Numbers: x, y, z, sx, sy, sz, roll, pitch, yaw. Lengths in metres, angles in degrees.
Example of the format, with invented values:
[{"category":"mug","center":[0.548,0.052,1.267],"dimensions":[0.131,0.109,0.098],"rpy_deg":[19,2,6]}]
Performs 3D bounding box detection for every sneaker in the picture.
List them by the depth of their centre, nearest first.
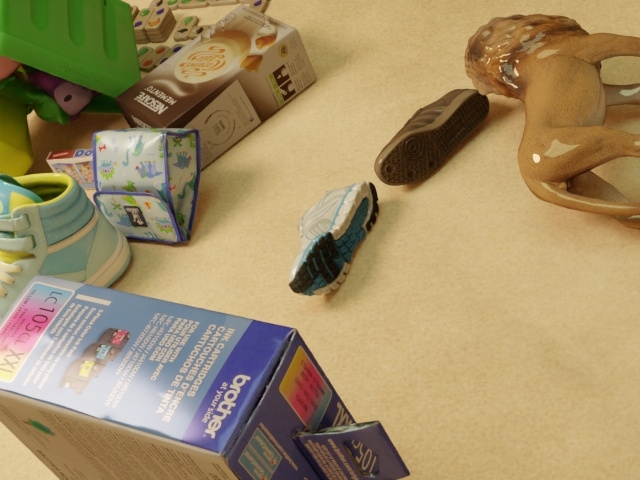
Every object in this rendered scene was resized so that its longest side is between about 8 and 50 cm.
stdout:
[{"category":"sneaker","center":[0.000,0.000,1.529],"dimensions":[0.083,0.071,0.191],"rpy_deg":[0,38,34]},{"category":"sneaker","center":[-0.408,0.036,1.566],"dimensions":[0.319,0.208,0.127],"rpy_deg":[-44,46,-21]},{"category":"sneaker","center":[0.135,-0.133,1.612],"dimensions":[0.188,0.066,0.071],"rpy_deg":[-35,25,-20]}]

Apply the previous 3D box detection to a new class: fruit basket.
[{"category":"fruit basket","center":[-0.458,-0.205,1.793],"dimensions":[0.283,0.392,0.392],"rpy_deg":[3,48,29]}]

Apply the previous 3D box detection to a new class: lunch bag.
[{"category":"lunch bag","center":[-0.233,-0.074,1.660],"dimensions":[0.128,0.151,0.096],"rpy_deg":[5,11,31]}]

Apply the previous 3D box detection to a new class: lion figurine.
[{"category":"lion figurine","center":[0.292,-0.148,1.472],"dimensions":[0.240,0.142,0.392],"rpy_deg":[0,38,6]}]

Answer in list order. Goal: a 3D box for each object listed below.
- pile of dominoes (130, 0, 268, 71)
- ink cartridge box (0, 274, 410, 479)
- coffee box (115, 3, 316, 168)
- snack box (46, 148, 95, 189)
[{"category":"pile of dominoes","center":[-0.220,-0.352,2.010],"dimensions":[0.251,0.040,0.196],"rpy_deg":[-1,46,25]},{"category":"ink cartridge box","center":[-0.113,0.192,1.218],"dimensions":[0.395,0.270,0.151],"rpy_deg":[11,57,33]},{"category":"coffee box","center":[-0.149,-0.220,1.794],"dimensions":[0.246,0.098,0.141],"rpy_deg":[-41,44,-18]},{"category":"snack box","center":[-0.301,-0.103,1.769],"dimensions":[0.178,0.064,0.022],"rpy_deg":[-2,48,23]}]
